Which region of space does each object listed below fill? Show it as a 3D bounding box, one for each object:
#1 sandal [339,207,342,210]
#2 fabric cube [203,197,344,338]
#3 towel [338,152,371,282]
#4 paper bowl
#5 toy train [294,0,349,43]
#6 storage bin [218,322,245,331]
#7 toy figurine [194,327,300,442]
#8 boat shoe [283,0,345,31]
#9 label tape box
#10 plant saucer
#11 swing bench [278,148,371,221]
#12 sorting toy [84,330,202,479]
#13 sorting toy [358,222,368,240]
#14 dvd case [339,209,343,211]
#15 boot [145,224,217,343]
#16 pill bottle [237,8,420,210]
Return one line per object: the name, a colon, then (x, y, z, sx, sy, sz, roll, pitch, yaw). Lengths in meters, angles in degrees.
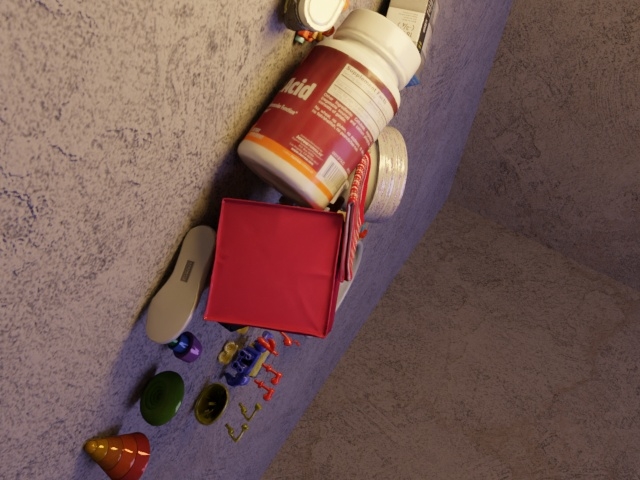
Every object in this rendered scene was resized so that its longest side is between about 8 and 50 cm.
sandal: (0.151, -0.135, 2.146, 0.240, 0.079, 0.088, -43, 176, 42)
fabric cube: (-0.083, 0.065, 1.391, 0.258, 0.254, 0.259, 61, 38, -84)
towel: (0.077, -0.059, 1.397, 0.275, 0.031, 0.198, -73, 169, -60)
paper bowl: (0.122, -0.196, 1.857, 0.284, 0.148, 0.284, -174, -90, -70)
toy train: (0.011, -0.479, 1.368, 0.166, 0.046, 0.125, -62, 164, 3)
storage bin: (-0.196, 0.126, 1.621, 0.122, 0.084, 0.180, -12, 128, -58)
toy figurine: (-0.199, 0.396, 1.927, 0.362, 0.191, 0.217, -60, 169, -2)
boat shoe: (0.027, -0.531, 1.258, 0.109, 0.091, 0.305, 41, 72, -36)
label tape box: (0.223, -0.506, 1.741, 0.240, 0.106, 0.333, -16, 121, -75)
plant saucer: (0.016, 0.157, 2.335, 0.400, 0.101, 0.400, -55, 163, -26)
swing bench: (-0.002, -0.096, 1.652, 0.253, 0.165, 0.254, -64, 170, -48)
sorting toy: (-0.400, 0.355, 1.430, 0.126, 0.127, 0.365, 39, 74, -44)
sorting toy: (0.156, -0.043, 2.536, 0.196, 0.047, 0.347, -43, 156, -49)
dvd case: (0.000, 0.000, 2.053, 0.165, 0.018, 0.221, 6, 113, -45)
boot: (-0.268, 0.100, 1.354, 0.258, 0.095, 0.123, -65, 165, -10)
pill bottle: (0.024, -0.274, 1.362, 0.392, 0.224, 0.224, -54, 163, -7)
